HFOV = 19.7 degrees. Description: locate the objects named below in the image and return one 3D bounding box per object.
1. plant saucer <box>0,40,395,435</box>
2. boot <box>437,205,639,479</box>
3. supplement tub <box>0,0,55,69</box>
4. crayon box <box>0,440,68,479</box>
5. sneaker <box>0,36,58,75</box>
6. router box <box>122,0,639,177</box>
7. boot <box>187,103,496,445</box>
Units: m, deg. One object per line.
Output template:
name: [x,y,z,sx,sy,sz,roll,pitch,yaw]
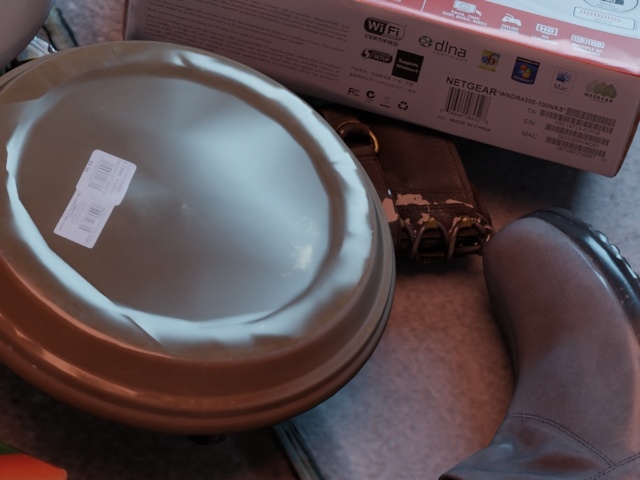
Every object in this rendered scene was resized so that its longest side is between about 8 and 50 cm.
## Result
plant saucer: [-0.084,-0.015,1.045,0.278,0.041,0.278,11,50,-13]
boot: [0.100,0.130,1.033,0.223,0.118,0.338,-14,50,-13]
supplement tub: [-0.307,-0.269,1.206,0.235,0.235,0.325,-8,50,-15]
crayon box: [-0.270,0.212,0.887,0.202,0.081,0.318,25,48,-9]
sneaker: [-0.188,-0.108,1.225,0.109,0.040,0.044,24,61,16]
router box: [0.066,-0.198,1.271,0.335,0.082,0.301,15,38,3]
boot: [0.000,0.000,1.136,0.229,0.091,0.263,-3,54,-15]
